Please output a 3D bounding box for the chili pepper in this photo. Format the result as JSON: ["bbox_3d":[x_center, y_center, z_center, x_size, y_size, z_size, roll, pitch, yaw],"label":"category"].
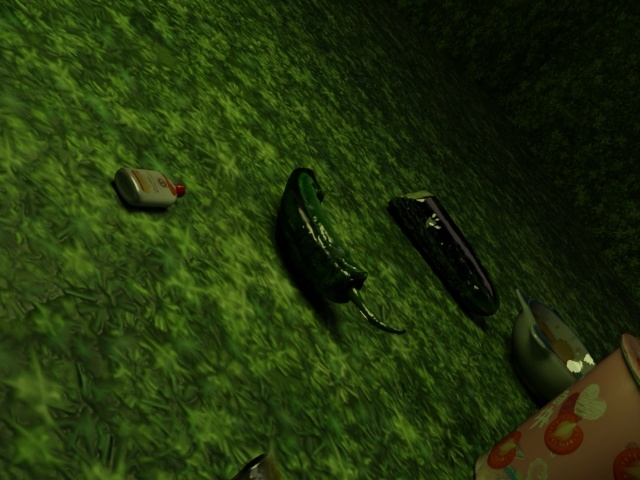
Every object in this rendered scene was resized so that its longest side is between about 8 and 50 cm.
[{"bbox_3d":[0.000,0.000,0.937,0.122,0.065,0.278,28,26,-36],"label":"chili pepper"}]

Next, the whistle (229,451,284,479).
[{"bbox_3d":[0.035,0.291,0.541,0.326,0.057,0.068,54,22,10],"label":"whistle"}]

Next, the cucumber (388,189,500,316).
[{"bbox_3d":[0.203,0.018,1.302,0.241,0.074,0.074,55,22,8],"label":"cucumber"}]

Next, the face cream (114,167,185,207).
[{"bbox_3d":[-0.156,-0.049,0.769,0.040,0.021,0.083,57,22,14],"label":"face cream"}]

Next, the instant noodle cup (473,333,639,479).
[{"bbox_3d":[0.319,0.262,0.909,0.243,0.231,0.243,42,23,-22],"label":"instant noodle cup"}]

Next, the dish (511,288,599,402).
[{"bbox_3d":[0.365,0.191,1.317,0.236,0.086,0.228,39,23,-26],"label":"dish"}]
